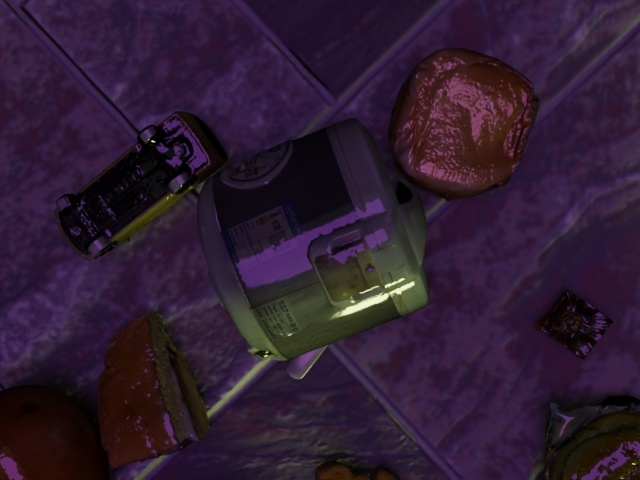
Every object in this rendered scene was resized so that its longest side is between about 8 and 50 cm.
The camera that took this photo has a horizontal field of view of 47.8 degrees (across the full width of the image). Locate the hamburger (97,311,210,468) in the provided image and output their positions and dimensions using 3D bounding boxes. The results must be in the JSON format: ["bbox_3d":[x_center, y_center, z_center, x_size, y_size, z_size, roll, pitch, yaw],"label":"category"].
[{"bbox_3d":[-0.267,0.219,1.060,0.155,0.135,0.208,-17,89,4],"label":"hamburger"}]

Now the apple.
[{"bbox_3d":[-0.428,0.340,1.033,0.253,0.253,0.254,0,93,5],"label":"apple"}]

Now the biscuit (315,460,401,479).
[{"bbox_3d":[0.047,0.440,1.042,0.212,0.041,0.239,39,64,-13],"label":"biscuit"}]

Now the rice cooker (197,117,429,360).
[{"bbox_3d":[0.002,-0.002,0.952,0.276,0.288,0.289,-21,91,8],"label":"rice cooker"}]

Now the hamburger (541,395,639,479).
[{"bbox_3d":[0.401,0.319,1.008,0.214,0.125,0.235,-29,104,-4],"label":"hamburger"}]

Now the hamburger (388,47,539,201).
[{"bbox_3d":[0.193,-0.159,1.013,0.213,0.108,0.214,0,94,4],"label":"hamburger"}]

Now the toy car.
[{"bbox_3d":[-0.259,-0.077,1.053,0.256,0.124,0.101,-35,89,15],"label":"toy car"}]

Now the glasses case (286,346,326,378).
[{"bbox_3d":[-0.019,0.172,1.091,0.032,0.021,0.083,36,95,0],"label":"glasses case"}]

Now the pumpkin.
[{"bbox_3d":[0.365,0.120,1.040,0.083,0.054,0.074,35,91,7],"label":"pumpkin"}]
